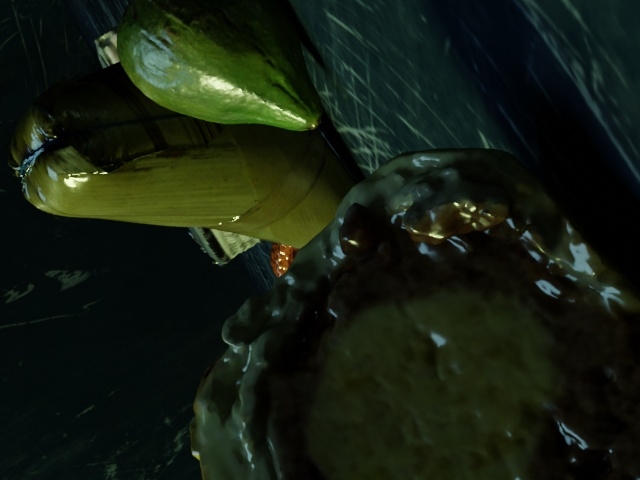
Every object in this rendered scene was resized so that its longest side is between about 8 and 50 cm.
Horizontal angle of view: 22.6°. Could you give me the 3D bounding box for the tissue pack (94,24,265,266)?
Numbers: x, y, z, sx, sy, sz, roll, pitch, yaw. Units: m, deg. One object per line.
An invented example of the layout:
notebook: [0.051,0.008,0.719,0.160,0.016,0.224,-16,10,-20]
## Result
tissue pack: [-0.157,-0.119,1.963,0.259,0.122,0.361,59,176,6]

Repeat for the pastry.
pastry: [0.081,0.098,0.776,0.256,0.237,0.170,52,-159,15]

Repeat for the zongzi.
zongzi: [-0.079,-0.027,1.281,0.289,0.260,0.123,54,137,4]

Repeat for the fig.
fig: [-0.068,-0.130,1.184,0.156,0.123,0.123,49,173,4]

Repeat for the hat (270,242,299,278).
hat: [0.000,0.000,1.595,0.162,0.093,0.112,-83,-28,-71]
